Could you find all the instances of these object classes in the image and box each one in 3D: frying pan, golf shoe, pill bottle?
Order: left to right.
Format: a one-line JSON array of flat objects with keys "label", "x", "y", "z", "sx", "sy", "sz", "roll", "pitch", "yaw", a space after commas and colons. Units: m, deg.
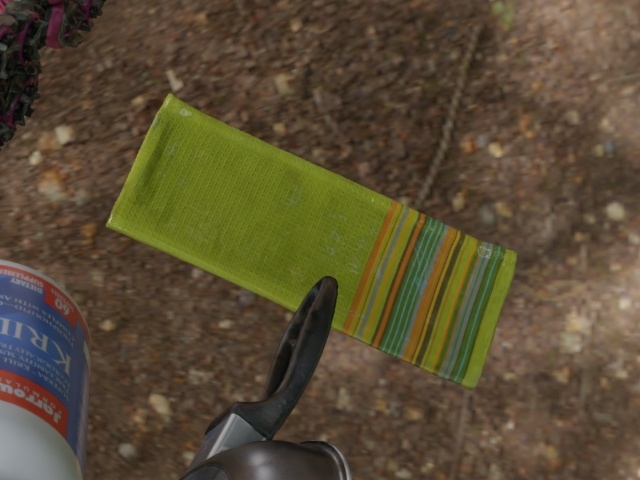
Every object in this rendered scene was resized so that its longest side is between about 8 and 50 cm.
[{"label": "golf shoe", "x": -0.149, "y": -0.089, "z": 0.627, "sx": 0.086, "sy": 0.067, "sz": 0.186, "roll": 19, "pitch": 38, "yaw": 2}, {"label": "pill bottle", "x": -0.190, "y": 0.115, "z": 0.844, "sx": 0.124, "sy": 0.221, "sz": 0.124, "roll": -3, "pitch": 121, "yaw": -5}, {"label": "frying pan", "x": -0.032, "y": 0.112, "z": 0.677, "sx": 0.053, "sy": 0.197, "sz": 0.326, "roll": 36, "pitch": 60, "yaw": -16}]

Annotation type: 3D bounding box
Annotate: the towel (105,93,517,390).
[{"label": "towel", "x": 0.000, "y": 0.000, "z": 0.904, "sx": 0.237, "sy": 0.021, "sz": 0.102, "roll": 25, "pitch": 54, "yaw": -7}]
